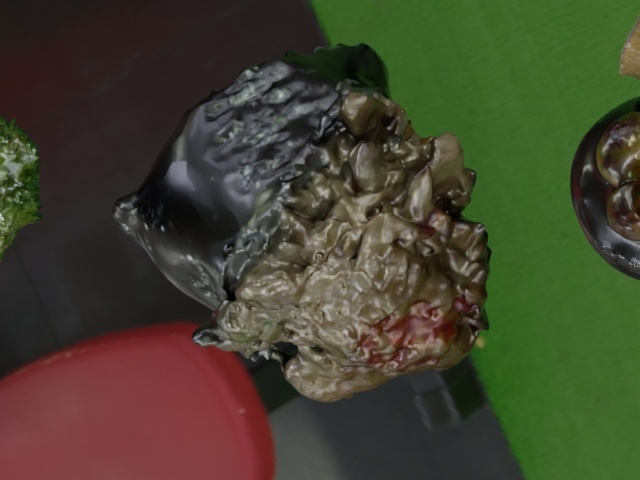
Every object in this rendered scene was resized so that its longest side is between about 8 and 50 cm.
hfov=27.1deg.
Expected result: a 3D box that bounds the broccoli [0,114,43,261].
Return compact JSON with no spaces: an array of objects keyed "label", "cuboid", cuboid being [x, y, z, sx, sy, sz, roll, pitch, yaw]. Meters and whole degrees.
[{"label":"broccoli","cuboid":[-0.368,-0.038,0.955,0.304,0.321,0.283,37,176,-18]}]

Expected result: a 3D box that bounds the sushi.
[{"label":"sushi","cuboid":[0.003,0.004,0.918,0.225,0.238,0.218,-36,65,4]}]

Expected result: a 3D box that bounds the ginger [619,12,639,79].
[{"label":"ginger","cuboid":[0.532,-0.327,1.760,0.190,0.354,0.126,54,175,27]}]

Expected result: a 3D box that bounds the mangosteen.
[{"label":"mangosteen","cuboid":[0.458,-0.064,1.740,0.275,0.302,0.274,2,96,19]}]
